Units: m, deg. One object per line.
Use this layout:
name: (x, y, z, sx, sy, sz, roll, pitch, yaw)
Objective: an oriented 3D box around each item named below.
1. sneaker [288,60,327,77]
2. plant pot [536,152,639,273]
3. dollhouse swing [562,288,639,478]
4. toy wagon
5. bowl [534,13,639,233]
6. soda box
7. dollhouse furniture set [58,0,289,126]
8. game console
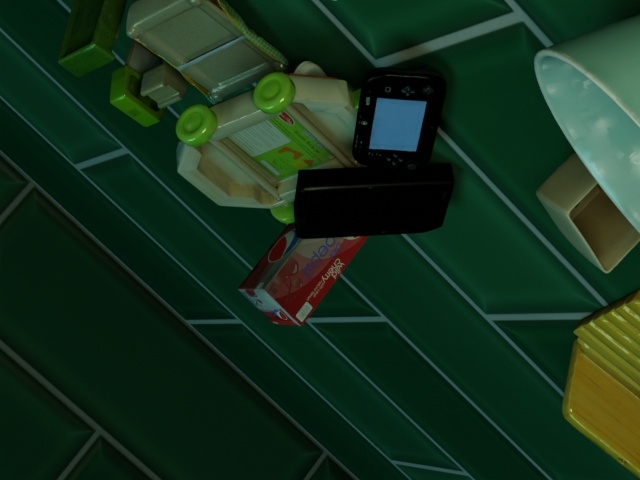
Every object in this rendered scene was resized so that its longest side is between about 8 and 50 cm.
sneaker: (-0.048, -0.193, 2.066, 0.121, 0.079, 0.217, 28, 159, 24)
plant pot: (0.322, -0.045, 1.728, 0.109, 0.109, 0.096, 51, 169, -32)
dollhouse swing: (0.439, 0.296, 1.977, 0.315, 0.305, 0.347, 38, 161, -1)
toy wagon: (-0.018, -0.138, 1.964, 0.344, 0.068, 0.267, -21, 147, 21)
bowl: (0.358, -0.101, 1.364, 0.311, 0.163, 0.311, 52, 178, 2)
soda box: (0.000, 0.000, 2.136, 0.083, 0.263, 0.092, 46, 160, -21)
dollhouse furniture set: (-0.200, -0.309, 2.100, 0.301, 0.151, 0.197, -18, 140, 39)
game console: (0.078, -0.111, 1.921, 0.213, 0.044, 0.361, -4, 149, -7)
